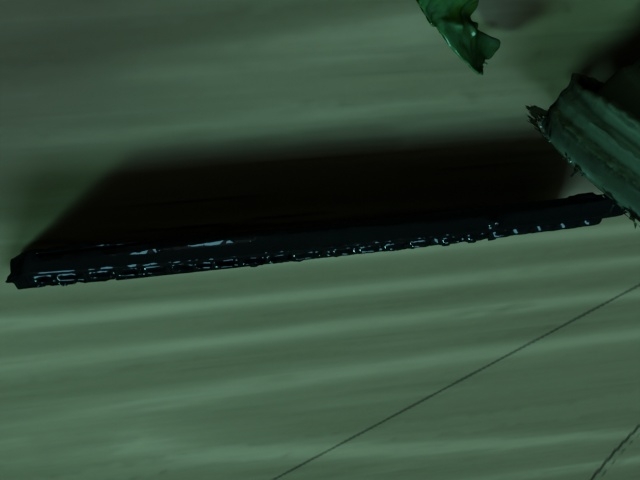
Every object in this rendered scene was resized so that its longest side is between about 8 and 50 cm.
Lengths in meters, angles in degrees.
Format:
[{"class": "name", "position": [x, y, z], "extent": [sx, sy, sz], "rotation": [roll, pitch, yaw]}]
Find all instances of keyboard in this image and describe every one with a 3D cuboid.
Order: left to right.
[{"class": "keyboard", "position": [0.000, 0.000, 0.710], "extent": [0.251, 0.017, 0.087], "rotation": [-5, 179, -17]}]

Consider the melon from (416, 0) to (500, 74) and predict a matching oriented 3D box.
[{"class": "melon", "position": [0.069, -0.148, 0.562], "extent": [0.114, 0.053, 0.261], "rotation": [-25, 154, -24]}]

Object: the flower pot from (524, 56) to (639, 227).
[{"class": "flower pot", "position": [0.207, -0.033, 0.646], "extent": [0.235, 0.235, 0.140], "rotation": [20, 108, -41]}]
